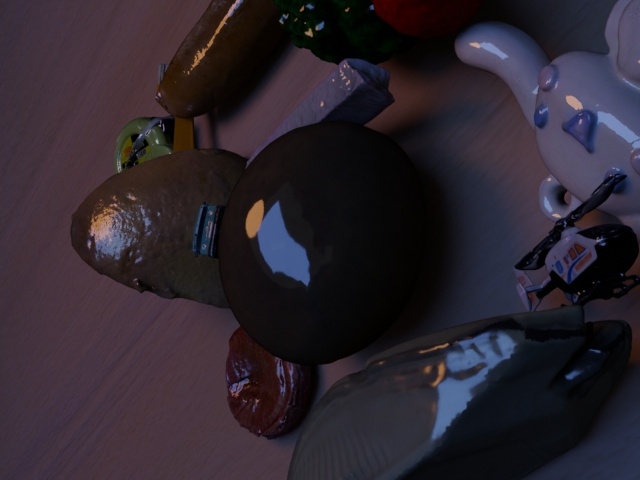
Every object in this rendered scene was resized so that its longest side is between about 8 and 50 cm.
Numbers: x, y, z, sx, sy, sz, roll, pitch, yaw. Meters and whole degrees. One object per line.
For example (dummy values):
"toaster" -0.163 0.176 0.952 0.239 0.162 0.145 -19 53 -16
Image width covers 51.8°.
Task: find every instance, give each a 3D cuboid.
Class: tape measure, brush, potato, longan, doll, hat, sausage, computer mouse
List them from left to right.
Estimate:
"tape measure" -0.310 -0.145 1.239 0.200 0.106 0.175 -31 73 38
"potato" -0.224 -0.028 1.021 0.211 0.264 0.189 56 131 43
"brush" -0.242 -0.216 1.173 0.013 0.103 0.272 84 180 -61
"sausage" -0.101 -0.380 1.043 0.501 0.136 0.123 -50 32 29
"longan" 0.000 0.000 0.796 0.300 0.243 0.300 -57 11 18
"hat" 0.090 -0.315 0.739 0.332 0.242 0.274 -129 44 -55
"computer mouse" 0.104 0.184 0.657 0.429 0.228 0.145 -49 43 32
"doll" 0.305 -0.131 0.530 0.376 0.187 0.365 50 133 8

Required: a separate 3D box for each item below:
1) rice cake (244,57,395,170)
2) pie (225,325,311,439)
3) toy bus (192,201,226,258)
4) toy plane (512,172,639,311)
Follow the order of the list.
"rice cake" -0.017 -0.142 0.882 0.365 0.073 0.056 -31 57 59
"pie" -0.081 0.200 0.972 0.182 0.050 0.182 -4 85 47
"toy bus" -0.105 -0.005 0.956 0.092 0.160 0.079 8 89 49
"toy plane" 0.221 0.023 0.579 0.197 0.054 0.078 106 149 -65
